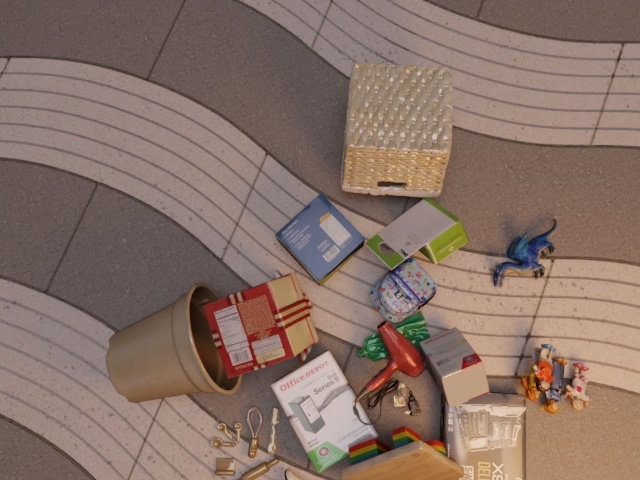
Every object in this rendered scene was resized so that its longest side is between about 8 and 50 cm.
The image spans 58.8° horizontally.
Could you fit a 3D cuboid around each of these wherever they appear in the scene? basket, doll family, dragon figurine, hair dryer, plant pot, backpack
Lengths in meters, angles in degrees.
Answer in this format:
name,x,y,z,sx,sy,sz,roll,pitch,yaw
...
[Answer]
name,x,y,z,sx,sy,sz,roll,pitch,yaw
basket,0.231,-0.335,1.751,0.327,0.266,0.332,4,68,5
doll family,0.686,0.425,1.695,0.262,0.118,0.163,29,67,-24
dragon figurine,0.645,0.029,1.785,0.143,0.085,0.289,26,83,6
hair dryer,0.208,0.382,1.657,0.223,0.080,0.294,3,79,-29
plant pot,-0.439,0.331,1.677,0.305,0.334,0.334,-20,79,10
backpack,0.247,0.158,1.743,0.173,0.117,0.158,-33,80,-21

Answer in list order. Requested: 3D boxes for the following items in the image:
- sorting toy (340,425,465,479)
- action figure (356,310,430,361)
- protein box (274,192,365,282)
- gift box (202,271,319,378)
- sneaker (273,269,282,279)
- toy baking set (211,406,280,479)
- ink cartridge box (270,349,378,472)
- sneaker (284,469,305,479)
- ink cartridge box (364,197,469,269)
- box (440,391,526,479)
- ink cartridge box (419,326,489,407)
name,x,y,z,sx,sy,sz,roll,pitch,yaw
sorting toy,0.228,0.623,1.598,0.257,0.255,0.090,-31,40,23
action figure,0.221,0.317,1.758,0.232,0.063,0.137,-16,81,-5
protein box,0.000,0.000,1.789,0.199,0.136,0.201,-43,81,-5
gift box,-0.166,0.262,1.670,0.254,0.258,0.277,-16,89,17
sneaker,-0.127,0.169,1.805,0.061,0.054,0.152,-22,80,3
toy baking set,-0.218,0.625,1.734,0.256,0.030,0.197,-25,79,-2
ink cartridge box,0.009,0.503,1.701,0.211,0.121,0.289,-30,80,-4
sneaker,-0.041,0.743,1.699,0.075,0.057,0.161,-34,78,-21
ink cartridge box,0.291,0.003,1.749,0.255,0.097,0.189,-36,35,-4
box,0.480,0.606,1.686,0.242,0.076,0.308,4,79,4
ink cartridge box,0.390,0.369,1.669,0.128,0.176,0.128,-22,119,-2
